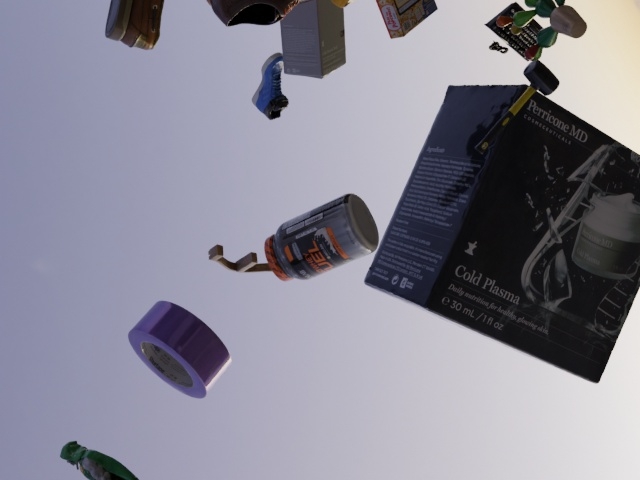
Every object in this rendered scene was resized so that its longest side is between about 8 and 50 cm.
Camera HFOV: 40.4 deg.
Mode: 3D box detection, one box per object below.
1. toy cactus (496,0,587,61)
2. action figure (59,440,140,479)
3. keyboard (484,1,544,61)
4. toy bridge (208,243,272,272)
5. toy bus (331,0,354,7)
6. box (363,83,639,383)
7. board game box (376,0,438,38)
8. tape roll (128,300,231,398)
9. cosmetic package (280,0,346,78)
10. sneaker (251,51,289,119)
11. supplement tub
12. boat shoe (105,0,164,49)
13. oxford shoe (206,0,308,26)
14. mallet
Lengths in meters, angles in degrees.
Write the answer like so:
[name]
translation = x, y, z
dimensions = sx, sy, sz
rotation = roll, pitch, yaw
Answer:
[toy cactus]
translation = 0.411, -0.417, 1.571
dimensions = 0.112, 0.219, 0.180
rotation = 0, -147, -22
[action figure]
translation = -0.292, 0.376, 1.299
dimensions = 0.232, 0.137, 0.063
rotation = 36, -113, 6
[keyboard]
translation = 0.416, -0.433, 1.858
dimensions = 0.180, 0.108, 0.023
rotation = 22, -140, -47
[toy bridge]
translation = -0.156, 0.046, 1.825
dimensions = 0.188, 0.063, 0.026
rotation = 13, -122, -40
[toy bus]
translation = -0.032, -0.562, 1.498
dimensions = 0.332, 0.130, 0.108
rotation = 45, -126, 5
[box]
translation = 0.426, -0.016, 1.843
dimensions = 0.479, 0.472, 0.297
rotation = 24, 178, -25
[board game box]
translation = 0.181, -0.578, 1.968
dimensions = 0.147, 0.045, 0.193
rotation = -43, -60, -34
[tape roll]
translation = -0.266, 0.207, 1.644
dimensions = 0.189, 0.189, 0.080
rotation = 52, -121, -20
[cosmetic package]
translation = -0.018, -0.473, 1.818
dimensions = 0.127, 0.107, 0.238
rotation = -43, -42, -51
[sneaker]
translation = -0.096, -0.332, 1.908
dimensions = 0.058, 0.152, 0.084
rotation = -20, -120, -42
[supplement tub]
translation = 0.000, 0.000, 1.579
dimensions = 0.117, 0.190, 0.117
rotation = 46, -150, -37
[boat shoe]
translation = -0.354, -0.541, 1.780
dimensions = 0.104, 0.110, 0.307
rotation = 15, -93, -30
[oxford shoe]
translation = -0.076, -0.440, 1.594
dimensions = 0.271, 0.097, 0.098
rotation = -17, -110, -25
[mallet]
translation = 0.330, -0.233, 1.512
dimensions = 0.062, 0.189, 0.039
rotation = 48, 179, -18
